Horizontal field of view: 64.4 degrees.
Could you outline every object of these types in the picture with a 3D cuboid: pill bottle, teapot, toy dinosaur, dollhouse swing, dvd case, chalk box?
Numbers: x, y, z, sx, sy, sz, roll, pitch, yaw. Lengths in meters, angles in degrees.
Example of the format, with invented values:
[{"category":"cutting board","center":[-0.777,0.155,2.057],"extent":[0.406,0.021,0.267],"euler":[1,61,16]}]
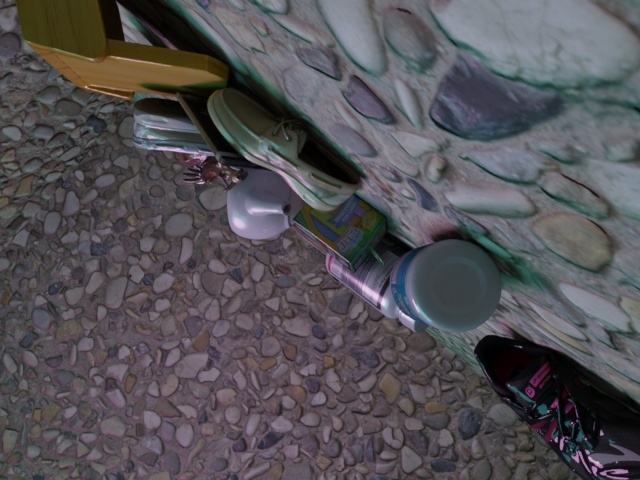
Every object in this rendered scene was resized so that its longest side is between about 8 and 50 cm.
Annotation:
[{"category":"pill bottle","center":[0.163,0.087,1.240],"extent":[0.283,0.161,0.161],"euler":[36,175,33]},{"category":"teapot","center":[-0.115,-0.114,1.291],"extent":[0.187,0.256,0.252],"euler":[7,149,6]},{"category":"toy dinosaur","center":[-0.295,-0.219,1.224],"extent":[0.127,0.200,0.296],"euler":[-8,-170,-30]},{"category":"pill bottle","center":[0.205,0.078,0.899],"extent":[0.146,0.146,0.264],"euler":[39,176,2]},{"category":"dollhouse swing","center":[-0.347,-0.416,0.938],"extent":[0.347,0.305,0.315],"euler":[-159,60,-77]},{"category":"dvd case","center":[-0.164,-0.207,0.977],"extent":[0.165,0.018,0.221],"euler":[0,-138,-44]},{"category":"chalk box","center":[0.067,-0.020,1.143],"extent":[0.213,0.132,0.132],"euler":[37,174,13]}]

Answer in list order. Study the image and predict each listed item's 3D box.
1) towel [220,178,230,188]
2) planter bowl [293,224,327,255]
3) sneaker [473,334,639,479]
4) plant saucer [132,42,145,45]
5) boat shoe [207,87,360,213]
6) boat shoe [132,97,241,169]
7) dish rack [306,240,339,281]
[{"category":"towel","center":[-0.336,-0.233,1.666],"extent":[0.237,0.037,0.329],"euler":[55,177,2]},{"category":"planter bowl","center":[0.005,-0.035,1.631],"extent":[0.162,0.109,0.162],"euler":[39,176,3]},{"category":"sneaker","center":[0.495,0.349,1.055],"extent":[0.202,0.185,0.483],"euler":[37,176,-31]},{"category":"plant saucer","center":[-0.385,-0.404,1.178],"extent":[0.168,0.029,0.168],"euler":[33,-154,-18]},{"category":"boat shoe","center":[-0.059,-0.173,0.901],"extent":[0.302,0.109,0.098],"euler":[40,135,-15]},{"category":"boat shoe","center":[-0.230,-0.213,1.071],"extent":[0.321,0.103,0.118],"euler":[10,-146,-13]},{"category":"dish rack","center":[0.000,0.000,1.831],"extent":[0.271,0.074,0.208],"euler":[46,161,28]}]
